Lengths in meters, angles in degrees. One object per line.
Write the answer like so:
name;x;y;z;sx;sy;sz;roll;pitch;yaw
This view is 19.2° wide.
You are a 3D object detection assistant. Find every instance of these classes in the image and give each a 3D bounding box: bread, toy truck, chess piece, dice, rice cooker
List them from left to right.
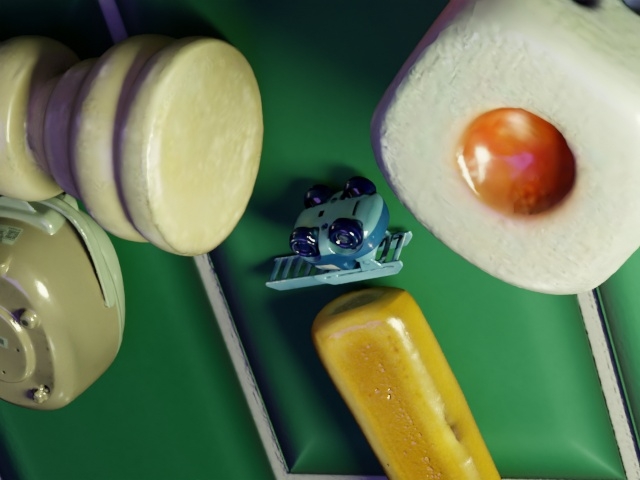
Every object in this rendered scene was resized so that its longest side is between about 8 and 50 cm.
rice cooker;-0.246;0.050;1.606;0.145;0.127;0.206;10;134;22
chess piece;-0.210;-0.093;1.477;0.299;0.167;0.167;11;126;28
toy truck;0.000;0.000;1.484;0.136;0.063;0.074;-8;136;36
bread;0.077;0.143;1.525;0.092;0.074;0.239;-19;113;19
dice;0.159;-0.094;1.242;0.193;0.192;0.194;37;130;3
